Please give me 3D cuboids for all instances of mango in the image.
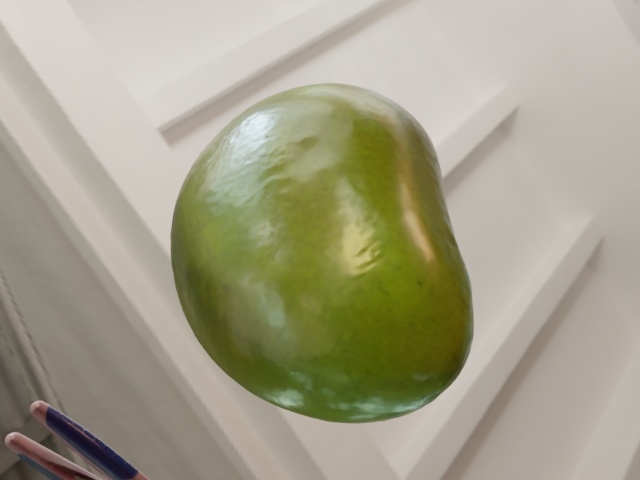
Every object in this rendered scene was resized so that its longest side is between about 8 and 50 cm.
[{"bbox_3d":[-0.008,0.001,0.551,0.273,0.185,0.149,-92,-20,-53],"label":"mango"}]

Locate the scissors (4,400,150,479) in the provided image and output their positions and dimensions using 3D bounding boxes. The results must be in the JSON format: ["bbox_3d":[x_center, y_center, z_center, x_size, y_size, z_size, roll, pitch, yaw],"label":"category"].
[{"bbox_3d":[-0.116,0.130,0.470,0.113,0.039,0.012,39,-157,-9],"label":"scissors"}]
